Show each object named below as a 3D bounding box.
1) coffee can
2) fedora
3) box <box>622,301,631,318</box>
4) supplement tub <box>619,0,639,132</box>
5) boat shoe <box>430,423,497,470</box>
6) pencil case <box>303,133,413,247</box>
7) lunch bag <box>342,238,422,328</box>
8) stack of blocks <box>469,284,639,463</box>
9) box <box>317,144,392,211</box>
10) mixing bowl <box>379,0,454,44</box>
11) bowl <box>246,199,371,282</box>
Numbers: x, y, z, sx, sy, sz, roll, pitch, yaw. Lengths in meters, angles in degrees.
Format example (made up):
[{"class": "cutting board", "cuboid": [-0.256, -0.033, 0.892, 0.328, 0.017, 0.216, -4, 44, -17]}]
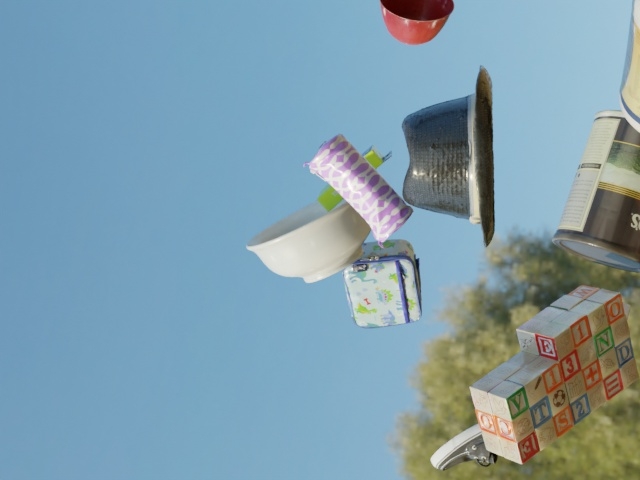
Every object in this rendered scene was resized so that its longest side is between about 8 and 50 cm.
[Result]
[{"class": "coffee can", "cuboid": [0.603, -0.097, 2.218, 0.201, 0.201, 0.275, 28, -100, -60]}, {"class": "fedora", "cuboid": [0.213, -0.138, 1.849, 0.334, 0.152, 0.334, -1, -90, -81]}, {"class": "box", "cuboid": [0.520, 0.161, 2.109, 0.087, 0.101, 0.102, 109, -178, -69]}, {"class": "supplement tub", "cuboid": [0.637, -0.338, 1.881, 0.316, 0.228, 0.228, 82, -149, -50]}, {"class": "boat shoe", "cuboid": [0.320, 0.391, 2.121, 0.076, 0.228, 0.080, 63, -169, 25]}, {"class": "pencil case", "cuboid": [0.067, -0.091, 1.911, 0.088, 0.206, 0.086, -44, -2, 3]}, {"class": "lunch bag", "cuboid": [0.146, 0.101, 2.552, 0.090, 0.176, 0.219, -89, -9, -50]}, {"class": "stack of blocks", "cuboid": [0.391, 0.219, 1.857, 0.297, 0.087, 0.171, -29, -67, -28]}, {"class": "box", "cuboid": [0.073, -0.139, 2.346, 0.178, 0.042, 0.109, -42, 6, 10]}, {"class": "mixing bowl", "cuboid": [0.224, -0.535, 2.665, 0.181, 0.181, 0.098, -51, -22, -43]}, {"class": "bowl", "cuboid": [0.000, 0.000, 2.359, 0.298, 0.298, 0.134, -38, -76, -52]}]
